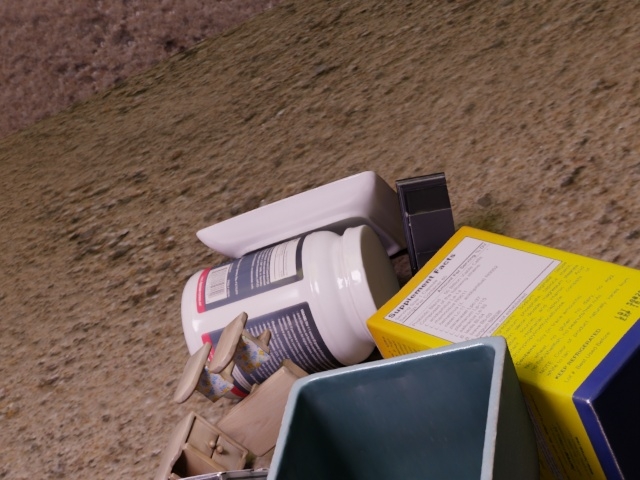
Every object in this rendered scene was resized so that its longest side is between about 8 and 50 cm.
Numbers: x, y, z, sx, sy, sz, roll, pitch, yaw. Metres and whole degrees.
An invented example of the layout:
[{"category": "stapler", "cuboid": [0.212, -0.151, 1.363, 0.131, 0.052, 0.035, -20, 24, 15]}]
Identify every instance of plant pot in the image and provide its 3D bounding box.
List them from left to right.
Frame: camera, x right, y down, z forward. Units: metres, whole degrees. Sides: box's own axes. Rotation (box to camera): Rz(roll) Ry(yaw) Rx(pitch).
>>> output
[{"category": "plant pot", "cuboid": [0.110, 0.290, 1.376, 0.247, 0.252, 0.247, -15, 32, 23]}]

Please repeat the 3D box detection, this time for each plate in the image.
[{"category": "plate", "cuboid": [0.000, 0.000, 1.950, 0.278, 0.277, 0.045, -19, 67, 16]}]

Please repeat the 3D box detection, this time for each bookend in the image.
[{"category": "bookend", "cuboid": [0.155, 0.016, 1.841, 0.072, 0.156, 0.157, -10, 33, 4]}]

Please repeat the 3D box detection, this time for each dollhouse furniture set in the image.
[{"category": "dollhouse furniture set", "cuboid": [-0.096, 0.254, 1.654, 0.242, 0.212, 0.161, -42, 18, 33]}]

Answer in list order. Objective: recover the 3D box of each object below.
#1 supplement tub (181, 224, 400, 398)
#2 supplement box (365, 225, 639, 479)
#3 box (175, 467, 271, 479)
[{"category": "supplement tub", "cuboid": [-0.038, 0.098, 1.849, 0.272, 0.191, 0.191, -18, 32, 17]}, {"category": "supplement box", "cuboid": [0.260, 0.142, 1.536, 0.194, 0.195, 0.356, -42, 34, -23]}, {"category": "box", "cuboid": [-0.073, 0.378, 1.332, 0.087, 0.290, 0.169, -15, -12, 23]}]
